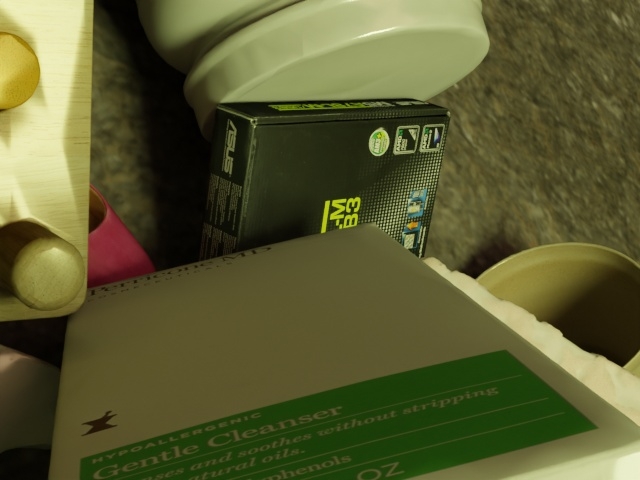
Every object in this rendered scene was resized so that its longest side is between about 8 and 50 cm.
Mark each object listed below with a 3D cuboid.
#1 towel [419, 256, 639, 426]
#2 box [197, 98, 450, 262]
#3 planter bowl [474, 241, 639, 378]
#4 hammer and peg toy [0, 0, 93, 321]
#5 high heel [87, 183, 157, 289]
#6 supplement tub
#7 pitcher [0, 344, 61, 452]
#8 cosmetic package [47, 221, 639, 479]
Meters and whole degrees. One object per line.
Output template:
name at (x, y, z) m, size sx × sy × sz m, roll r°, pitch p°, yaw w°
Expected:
towel at (0.128, 0.213, 0.735) m, size 0.332 × 0.053 × 0.317 m, roll 32°, pitch 65°, yaw 3°
box at (0.000, 0.000, 0.776) m, size 0.184 × 0.045 × 0.190 m, roll -9°, pitch 115°, yaw -46°
planter bowl at (0.194, 0.096, 0.914) m, size 0.162 × 0.162 × 0.109 m, roll -63°, pitch 142°, yaw -39°
hammer and peg toy at (-0.273, -0.085, 0.493) m, size 0.361 × 0.127 × 0.266 m, roll -1°, pitch 101°, yaw -30°
high heel at (-0.166, -0.058, 0.667) m, size 0.244 × 0.117 × 0.082 m, roll 44°, pitch 31°, yaw -14°
supplement tub at (-0.030, -0.254, 0.794) m, size 0.241 × 0.241 × 0.331 m, roll -8°, pitch 77°, yaw -43°
pitcher at (-0.241, 0.107, 0.545) m, size 0.178 × 0.125 × 0.207 m, roll 33°, pitch 38°, yaw 0°
cosmetic package at (-0.009, 0.113, 0.513) m, size 0.197 × 0.365 × 0.155 m, roll -14°, pitch 104°, yaw -9°
